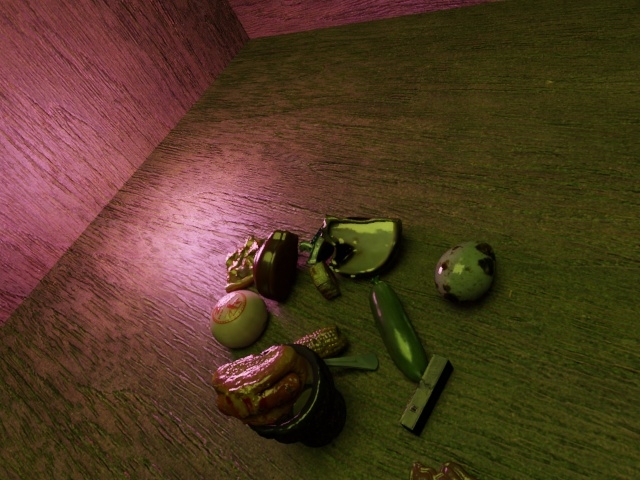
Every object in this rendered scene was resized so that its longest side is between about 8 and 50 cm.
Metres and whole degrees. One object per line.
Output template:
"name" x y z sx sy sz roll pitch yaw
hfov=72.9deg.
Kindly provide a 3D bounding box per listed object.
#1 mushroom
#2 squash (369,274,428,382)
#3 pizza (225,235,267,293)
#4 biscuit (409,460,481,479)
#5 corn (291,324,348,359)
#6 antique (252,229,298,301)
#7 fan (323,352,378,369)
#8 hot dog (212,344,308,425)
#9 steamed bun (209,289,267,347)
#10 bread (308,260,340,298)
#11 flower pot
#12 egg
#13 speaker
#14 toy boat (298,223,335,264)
"mushroom" 0.147 0.016 1.612 0.292 0.212 0.217 3 97 5
"squash" 0.233 0.267 1.371 0.107 0.107 0.395 -27 45 8
"pizza" -0.306 0.076 1.864 0.323 0.089 0.223 -38 48 -4
"biscuit" 0.321 0.658 1.041 0.208 0.041 0.290 -43 46 -10
"corn" -0.076 0.401 1.436 0.363 0.120 0.120 -30 45 -1
"antique" -0.171 0.095 1.676 0.129 0.223 0.278 10 92 20
"fan" 0.042 0.389 1.365 0.282 0.023 0.057 -3 49 -3
"hot dog" -0.158 0.382 1.107 0.256 0.150 0.153 -22 35 13
"steamed bun" -0.323 0.288 1.651 0.232 0.145 0.232 -16 48 19
"bread" 0.012 0.140 1.589 0.069 0.128 0.140 -28 40 7
"flower pot" -0.059 0.470 1.261 0.266 0.267 0.266 -17 46 18
"egg" 0.454 0.092 1.344 0.169 0.169 0.231 23 57 41
"speaker" 0.299 0.432 1.214 0.044 0.082 0.218 19 67 39
"toy boat" 0.000 0.000 1.712 0.115 0.114 0.262 20 50 30
